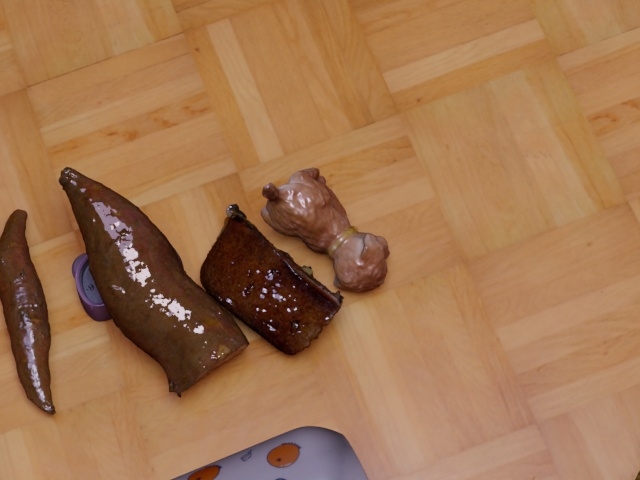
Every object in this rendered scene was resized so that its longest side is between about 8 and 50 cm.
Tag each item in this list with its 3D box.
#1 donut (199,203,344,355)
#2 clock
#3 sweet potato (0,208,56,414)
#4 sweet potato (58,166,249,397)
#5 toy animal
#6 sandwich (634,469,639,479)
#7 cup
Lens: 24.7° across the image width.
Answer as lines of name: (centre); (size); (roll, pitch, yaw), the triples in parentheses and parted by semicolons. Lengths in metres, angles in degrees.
donut: (-0.077, 0.057, 1.979); (0.186, 0.144, 0.126); (35, 94, -11)
clock: (-0.277, 0.035, 2.038); (0.153, 0.050, 0.110); (-30, 69, -9)
sweet potato: (-0.407, 0.093, 2.012); (0.066, 0.072, 0.314); (-10, 64, -17)
sweet potato: (-0.245, 0.047, 1.940); (0.131, 0.131, 0.336); (-40, 94, -12)
toy animal: (0.006, -0.005, 1.977); (0.104, 0.184, 0.185); (-40, 77, 14)
sandwich: (0.488, 0.332, 1.818); (0.226, 0.087, 0.251); (26, 57, 19)
cup: (-0.089, 0.367, 1.807); (0.317, 0.212, 0.212); (-23, 68, -9)
